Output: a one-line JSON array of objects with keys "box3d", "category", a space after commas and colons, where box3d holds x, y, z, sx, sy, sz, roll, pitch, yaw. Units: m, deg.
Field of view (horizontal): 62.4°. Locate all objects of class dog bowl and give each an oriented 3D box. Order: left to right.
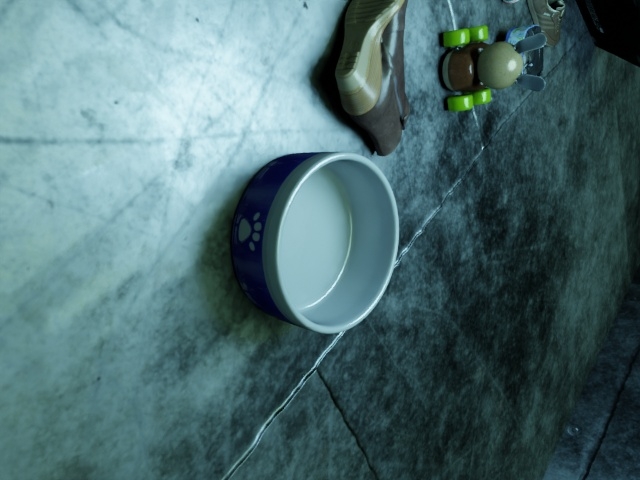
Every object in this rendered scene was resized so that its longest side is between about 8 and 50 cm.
[{"box3d": [0.000, 0.000, 0.796, 0.264, 0.104, 0.265, -10, 103, -45], "category": "dog bowl"}]

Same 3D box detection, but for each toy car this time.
[{"box3d": [0.351, -0.344, 1.036, 0.148, 0.188, 0.155, -27, 116, -40], "category": "toy car"}]

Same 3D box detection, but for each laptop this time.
[{"box3d": [0.844, -0.718, 1.459, 0.236, 0.408, 0.381, -48, 137, 15], "category": "laptop"}]

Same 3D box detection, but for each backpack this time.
[{"box3d": [0.454, -0.427, 1.203, 0.105, 0.084, 0.115, -30, 123, -39], "category": "backpack"}]

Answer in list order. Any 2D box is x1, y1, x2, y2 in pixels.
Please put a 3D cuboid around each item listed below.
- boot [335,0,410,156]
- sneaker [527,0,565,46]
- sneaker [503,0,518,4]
[{"box3d": [0.108, -0.295, 0.892, 0.207, 0.090, 0.249, 45, 63, -54], "category": "boot"}, {"box3d": [0.577, -0.557, 1.317, 0.188, 0.071, 0.066, 35, 72, -43], "category": "sneaker"}, {"box3d": [0.431, -0.614, 1.166, 0.075, 0.057, 0.162, 17, 88, -52], "category": "sneaker"}]
